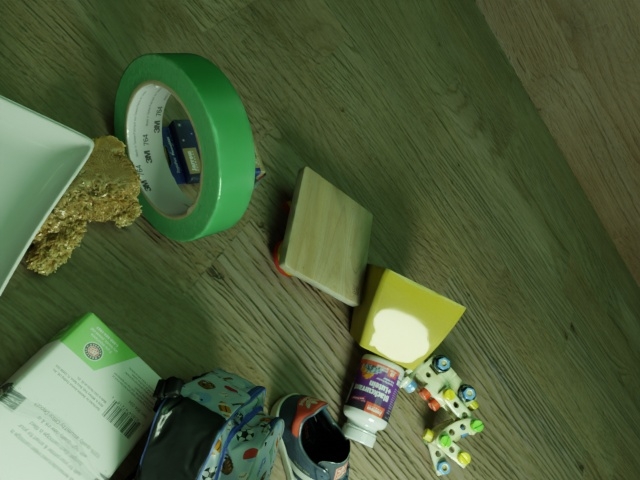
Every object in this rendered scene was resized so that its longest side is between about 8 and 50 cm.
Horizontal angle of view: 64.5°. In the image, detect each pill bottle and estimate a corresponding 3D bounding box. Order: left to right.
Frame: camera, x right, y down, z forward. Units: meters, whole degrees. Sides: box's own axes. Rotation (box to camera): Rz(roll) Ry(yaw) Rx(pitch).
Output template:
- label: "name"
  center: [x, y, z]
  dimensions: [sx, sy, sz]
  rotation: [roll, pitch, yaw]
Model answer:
- label: "pill bottle"
  center: [0.118, 0.377, 1.193]
  dimensions: [0.108, 0.108, 0.193]
  rotation: [36, 66, -29]

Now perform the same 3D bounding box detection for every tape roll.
- label: "tape roll"
  center: [-0.248, -0.160, 0.894]
  dimensions: [0.077, 0.321, 0.320]
  rotation: [-20, 91, -45]

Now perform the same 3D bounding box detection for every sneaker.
- label: "sneaker"
  center: [0.015, 0.485, 1.045]
  dimensions: [0.131, 0.148, 0.349]
  rotation: [-27, 95, -44]

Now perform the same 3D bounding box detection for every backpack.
- label: "backpack"
  center: [-0.176, 0.336, 0.822]
  dimensions: [0.213, 0.263, 0.276]
  rotation: [25, 98, 3]

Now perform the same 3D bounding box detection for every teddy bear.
- label: "teddy bear"
  center: [-0.470, -0.064, 0.825]
  dimensions: [0.245, 0.113, 0.338]
  rotation: [51, 56, -9]

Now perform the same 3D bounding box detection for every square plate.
- label: "square plate"
  center: [-0.553, -0.070, 0.689]
  dimensions: [0.344, 0.049, 0.347]
  rotation: [26, 69, -12]

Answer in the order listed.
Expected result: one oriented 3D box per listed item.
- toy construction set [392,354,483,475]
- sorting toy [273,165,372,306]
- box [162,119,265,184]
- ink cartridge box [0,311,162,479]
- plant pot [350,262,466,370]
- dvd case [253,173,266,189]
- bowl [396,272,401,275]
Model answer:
- label: "toy construction set"
  center: [0.297, 0.428, 1.340]
  dimensions: [0.215, 0.151, 0.327]
  rotation: [-37, 96, -18]
- label: "sorting toy"
  center: [0.000, 0.000, 1.220]
  dimensions: [0.256, 0.090, 0.256]
  rotation: [32, 57, -37]
- label: "box"
  center: [-0.237, -0.195, 1.101]
  dimensions: [0.225, 0.037, 0.136]
  rotation: [-13, 81, -39]
- label: "ink cartridge box"
  center: [-0.391, 0.277, 0.762]
  dimensions: [0.198, 0.115, 0.272]
  rotation: [52, 48, -17]
- label: "plant pot"
  center: [0.185, 0.188, 1.229]
  dimensions: [0.212, 0.212, 0.187]
  rotation: [26, 87, -7]
- label: "dvd case"
  center: [-0.187, -0.170, 1.170]
  dimensions: [0.119, 0.013, 0.087]
  rotation: [47, 50, -19]
- label: "bowl"
  center: [0.186, 0.152, 1.380]
  dimensions: [0.142, 0.053, 0.141]
  rotation: [2, 77, -42]
